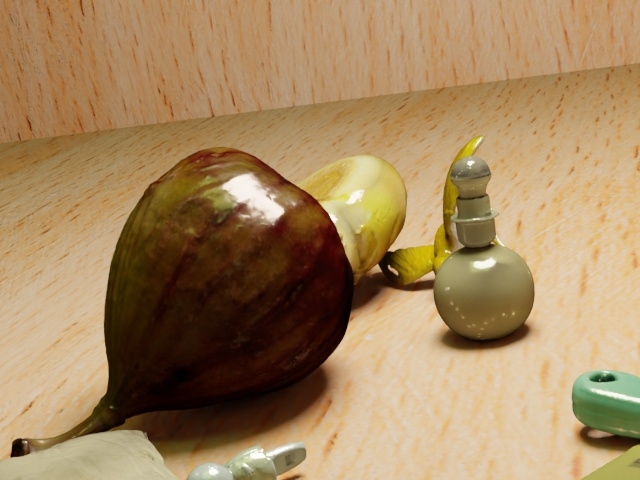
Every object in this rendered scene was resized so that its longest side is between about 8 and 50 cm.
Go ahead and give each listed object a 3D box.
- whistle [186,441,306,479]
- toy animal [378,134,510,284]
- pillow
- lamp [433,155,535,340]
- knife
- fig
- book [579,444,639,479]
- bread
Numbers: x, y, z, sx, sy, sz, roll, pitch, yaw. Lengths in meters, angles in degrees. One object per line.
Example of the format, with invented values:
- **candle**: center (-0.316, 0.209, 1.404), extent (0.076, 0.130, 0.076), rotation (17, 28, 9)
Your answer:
- **whistle**: center (-0.053, 0.163, 0.809), extent (0.100, 0.035, 0.035), rotation (-16, 16, -29)
- **toy animal**: center (0.149, 0.006, 1.190), extent (0.095, 0.219, 0.155), rotation (2, 45, -29)
- **pillow**: center (-0.153, 0.186, 0.753), extent (0.148, 0.050, 0.229), rotation (-25, 22, -18)
- **lamp**: center (0.142, 0.005, 1.034), extent (0.090, 0.163, 0.091), rotation (-7, 14, 2)
- **knife**: center (0.290, 0.125, 0.762), extent (0.260, 0.035, 0.063), rotation (9, 16, 35)
- **fig**: center (-0.126, 0.079, 0.964), extent (0.321, 0.217, 0.217), rotation (-43, 25, -15)
- **book**: center (0.152, 0.192, 0.569), extent (0.352, 0.035, 0.239), rotation (-21, 16, -37)
- **bread**: center (0.000, 0.000, 1.217), extent (0.213, 0.105, 0.213), rotation (-31, 21, 13)
